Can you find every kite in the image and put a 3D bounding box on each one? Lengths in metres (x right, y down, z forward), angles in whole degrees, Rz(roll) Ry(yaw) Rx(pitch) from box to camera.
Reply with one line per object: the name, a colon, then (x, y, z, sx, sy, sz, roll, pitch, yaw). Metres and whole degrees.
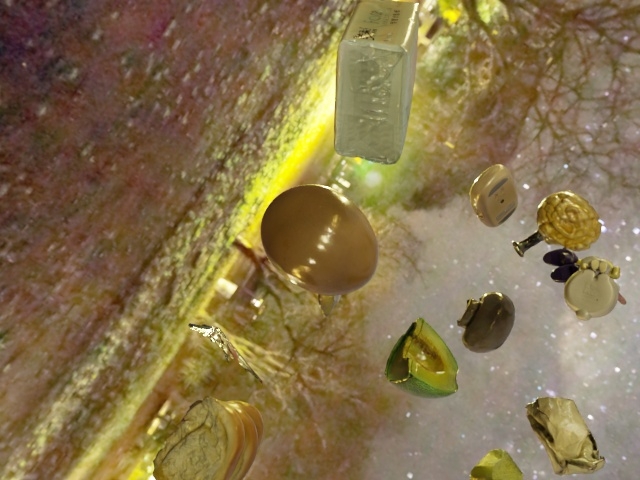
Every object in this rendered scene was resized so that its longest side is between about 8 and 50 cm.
kite: (-0.298, 0.328, 1.804, 0.016, 0.321, 0.234, -44, -156, -2)

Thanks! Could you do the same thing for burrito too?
burrito: (0.873, 0.719, 2.098, 0.331, 0.190, 0.135, -89, -170, -62)

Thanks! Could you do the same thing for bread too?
bread: (0.487, 0.659, 1.617, 0.114, 0.129, 0.111, -30, 176, -40)
bread: (-0.297, 0.621, 1.681, 0.315, 0.211, 0.270, -51, 146, -3)
bread: (0.032, 0.157, 2.154, 0.160, 0.088, 0.233, 53, 38, -58)

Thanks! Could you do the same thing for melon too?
melon: (0.281, 0.361, 1.605, 0.129, 0.169, 0.265, -49, -174, 29)

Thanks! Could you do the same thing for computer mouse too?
computer mouse: (0.525, -0.136, 1.767, 0.145, 0.082, 0.236, -44, 141, -1)

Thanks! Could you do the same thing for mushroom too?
mushroom: (0.473, 0.220, 1.622, 0.188, 0.141, 0.117, -58, 175, -21)

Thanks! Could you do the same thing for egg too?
egg: (0.000, 0.000, 1.717, 0.301, 0.374, 0.301, -53, 173, -9)

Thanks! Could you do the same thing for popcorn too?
popcorn: (0.666, -0.048, 1.565, 0.180, 0.180, 0.170, -58, 168, -46)

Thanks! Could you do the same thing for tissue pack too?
tissue pack: (0.162, -0.460, 1.633, 0.405, 0.205, 0.331, -74, 168, -52)

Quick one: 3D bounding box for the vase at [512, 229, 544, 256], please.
vase: (0.679, -0.015, 1.802, 0.167, 0.059, 0.059, -33, -178, 1)

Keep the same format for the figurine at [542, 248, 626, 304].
figurine: (0.988, 0.135, 2.142, 0.193, 0.421, 0.154, -31, -129, 25)

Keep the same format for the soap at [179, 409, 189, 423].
soap: (-0.360, 0.636, 1.919, 0.122, 0.203, 0.065, -36, -166, 45)

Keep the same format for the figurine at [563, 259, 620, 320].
figurine: (0.708, 0.126, 1.514, 0.235, 0.127, 0.155, 8, 86, -63)
